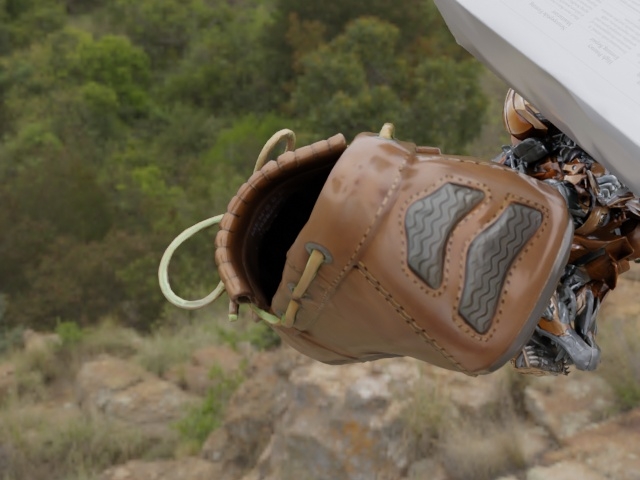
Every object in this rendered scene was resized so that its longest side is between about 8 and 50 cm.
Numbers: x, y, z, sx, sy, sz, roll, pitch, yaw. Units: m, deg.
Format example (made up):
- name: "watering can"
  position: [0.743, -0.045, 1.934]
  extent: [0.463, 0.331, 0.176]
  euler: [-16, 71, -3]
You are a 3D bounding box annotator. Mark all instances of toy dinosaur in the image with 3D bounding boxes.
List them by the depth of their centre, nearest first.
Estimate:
- name: "toy dinosaur"
  position: [0.183, -0.077, 0.710]
  extent: [0.164, 0.321, 0.218]
  euler: [-3, -4, -39]

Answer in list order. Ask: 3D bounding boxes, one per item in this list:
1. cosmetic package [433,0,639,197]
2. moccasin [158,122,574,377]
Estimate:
- name: "cosmetic package"
  position: [0.144, -0.079, 0.462]
  extent: [0.099, 0.060, 0.239]
  euler: [-36, 43, 1]
- name: "moccasin"
  position: [-0.002, 0.003, 0.630]
  extent: [0.147, 0.139, 0.380]
  euler: [29, -2, -10]
